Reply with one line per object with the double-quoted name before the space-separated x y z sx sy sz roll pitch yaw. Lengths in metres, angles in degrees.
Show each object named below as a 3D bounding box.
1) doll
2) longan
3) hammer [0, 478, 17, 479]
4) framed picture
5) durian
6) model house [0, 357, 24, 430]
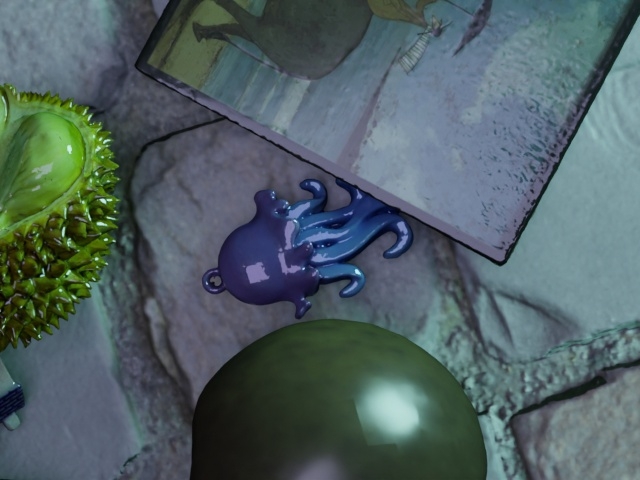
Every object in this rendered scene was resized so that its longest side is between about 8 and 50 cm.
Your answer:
"doll" 0.000 0.000 1.281 0.206 0.067 0.110 -21 76 -3
"longan" 0.003 0.179 1.203 0.248 0.248 0.248 0 93 7
"hammer" -0.215 0.333 1.166 0.095 0.409 0.242 9 90 -23
"framed picture" 0.059 -0.173 1.271 0.347 0.016 0.265 29 88 5
"durian" -0.271 -0.009 1.247 0.237 0.176 0.200 -32 53 -21
"model house" -0.308 0.135 1.322 0.100 0.088 0.100 -36 114 -23
